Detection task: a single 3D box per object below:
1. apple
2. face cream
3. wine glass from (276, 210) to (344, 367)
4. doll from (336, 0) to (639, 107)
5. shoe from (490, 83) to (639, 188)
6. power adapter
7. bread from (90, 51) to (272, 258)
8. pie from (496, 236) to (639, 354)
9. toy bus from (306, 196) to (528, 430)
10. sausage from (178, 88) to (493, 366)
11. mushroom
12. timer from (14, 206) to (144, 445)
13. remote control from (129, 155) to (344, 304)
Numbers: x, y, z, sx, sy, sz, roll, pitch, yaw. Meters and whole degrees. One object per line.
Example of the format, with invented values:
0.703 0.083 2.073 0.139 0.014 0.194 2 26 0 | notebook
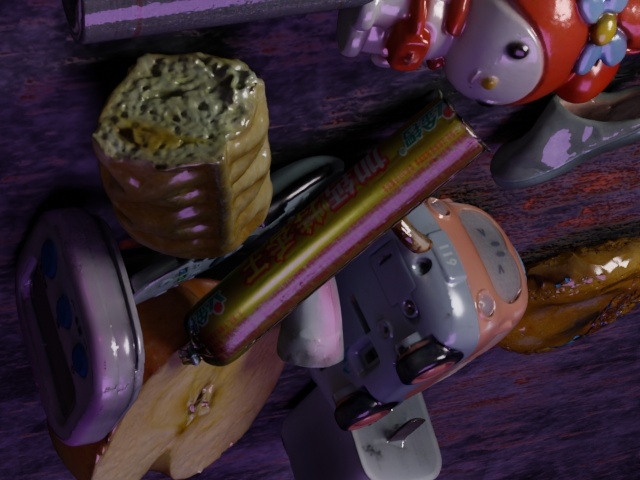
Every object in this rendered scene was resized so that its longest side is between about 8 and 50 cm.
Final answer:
-0.182 0.131 2.007 0.293 0.163 0.251 -6 129 -61 | apple
-0.054 -0.202 1.429 0.283 0.073 0.073 -10 157 -17 | face cream
-0.008 0.051 1.961 0.073 0.073 0.155 -7 113 -23 | wine glass
0.163 -0.180 1.565 0.290 0.130 0.161 3 148 -14 | doll
0.250 -0.120 1.883 0.195 0.079 0.078 -18 124 24 | shoe
0.065 0.256 2.468 0.124 0.187 0.255 -5 155 -30 | power adapter
-0.115 -0.065 1.644 0.152 0.130 0.267 -17 160 -6 | bread
0.322 0.066 2.360 0.273 0.069 0.273 -14 159 -5 | pie
0.106 0.072 2.066 0.232 0.194 0.288 -10 158 -39 | toy bus
0.000 0.000 1.823 0.371 0.082 0.082 -40 153 11 | sausage
0.066 -0.039 1.900 0.088 0.073 0.129 -35 120 8 | mushroom
-0.231 0.081 1.797 0.069 0.208 0.191 -9 158 -27 | timer
-0.083 -0.014 1.816 0.256 0.045 0.097 -34 174 -21 | remote control
